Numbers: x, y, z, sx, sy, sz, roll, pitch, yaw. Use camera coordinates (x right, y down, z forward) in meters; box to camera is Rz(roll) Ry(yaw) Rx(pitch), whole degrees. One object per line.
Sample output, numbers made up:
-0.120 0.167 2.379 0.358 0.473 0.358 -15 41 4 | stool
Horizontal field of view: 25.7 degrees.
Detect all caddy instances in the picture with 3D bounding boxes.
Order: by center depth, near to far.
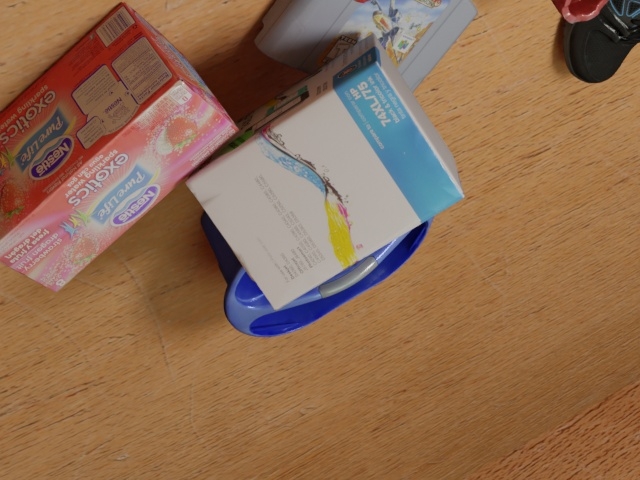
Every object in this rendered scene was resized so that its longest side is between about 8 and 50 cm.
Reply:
0.000 0.000 1.980 0.341 0.179 0.241 -30 146 -9 | caddy

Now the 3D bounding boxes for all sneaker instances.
0.458 -0.346 2.004 0.125 0.140 0.341 -14 142 -33 | sneaker

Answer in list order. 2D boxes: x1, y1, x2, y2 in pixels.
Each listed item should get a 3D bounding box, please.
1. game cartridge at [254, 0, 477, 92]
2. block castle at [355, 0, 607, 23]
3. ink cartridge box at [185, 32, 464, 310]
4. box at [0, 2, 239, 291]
0.071 -0.286 1.806 0.297 0.062 0.198 13 128 -49 | game cartridge
0.227 -0.416 1.639 0.453 0.213 0.303 -2 134 -40 | block castle
0.006 -0.086 1.716 0.270 0.198 0.197 -32 105 10 | ink cartridge box
-0.267 -0.104 1.629 0.300 0.154 0.142 -42 147 6 | box
